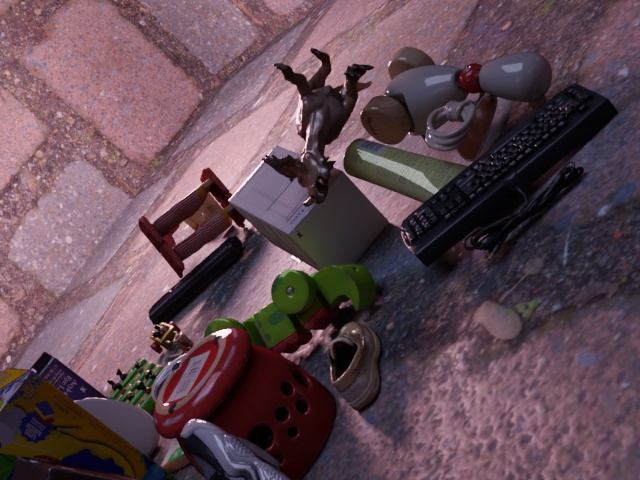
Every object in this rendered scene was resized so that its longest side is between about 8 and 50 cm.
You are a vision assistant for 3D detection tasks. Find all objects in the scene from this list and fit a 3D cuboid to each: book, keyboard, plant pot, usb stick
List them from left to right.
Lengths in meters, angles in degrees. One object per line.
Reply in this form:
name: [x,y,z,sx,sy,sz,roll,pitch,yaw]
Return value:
usb stick: [-0.281,0.091,2.004,0.278,0.045,0.077,-41,11,19]
book: [-0.198,0.297,1.436,0.096,0.035,0.144,-36,22,41]
plant pot: [-0.104,0.220,1.161,0.191,0.174,0.191,-39,22,19]
keyboard: [0.245,-0.080,1.168,0.317,0.033,0.201,-40,28,6]

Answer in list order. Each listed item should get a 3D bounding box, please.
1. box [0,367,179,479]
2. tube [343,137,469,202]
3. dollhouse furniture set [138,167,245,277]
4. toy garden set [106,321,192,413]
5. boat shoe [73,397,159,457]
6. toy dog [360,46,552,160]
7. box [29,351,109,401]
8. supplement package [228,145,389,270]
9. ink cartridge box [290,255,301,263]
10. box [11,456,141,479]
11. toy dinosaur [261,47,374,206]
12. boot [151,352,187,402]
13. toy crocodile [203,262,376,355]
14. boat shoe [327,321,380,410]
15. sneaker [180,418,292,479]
box: [-0.421,0.387,1.331,0.279,0.290,0.177,-56,21,-23]
tube: [0.141,-0.093,1.326,0.240,0.062,0.070,21,108,37]
dollhouse furniture set: [-0.304,-0.020,2.131,0.201,0.152,0.374,-40,-1,-14]
toy garden set: [-0.338,0.247,1.794,0.204,0.049,0.244,-51,19,-18]
boat shoe: [-0.457,0.368,1.574,0.367,0.136,0.156,-11,-18,-3]
toy dog: [0.218,-0.204,1.413,0.220,0.161,0.333,-47,33,-6]
box: [-0.486,0.335,1.706,0.153,0.207,0.108,-54,20,-17]
supplement package: [-0.024,-0.049,1.511,0.139,0.134,0.244,-50,32,-7]
ink cartridge box: [0.000,0.000,1.596,0.115,0.029,0.063,-50,20,-6]
box: [-0.327,0.405,1.181,0.168,0.167,0.203,-12,62,58]
toy dinosaur: [-0.003,-0.185,1.426,0.296,0.127,0.200,-54,-23,-63]
boot: [-0.202,0.213,1.494,0.190,0.069,0.086,-38,6,-6]
toy crocodile: [-0.063,0.132,1.352,0.340,0.105,0.115,-36,-20,21]
boat shoe: [0.039,0.147,1.164,0.063,0.059,0.170,-42,19,15]
sneaker: [-0.090,0.305,0.960,0.268,0.101,0.153,26,80,40]
